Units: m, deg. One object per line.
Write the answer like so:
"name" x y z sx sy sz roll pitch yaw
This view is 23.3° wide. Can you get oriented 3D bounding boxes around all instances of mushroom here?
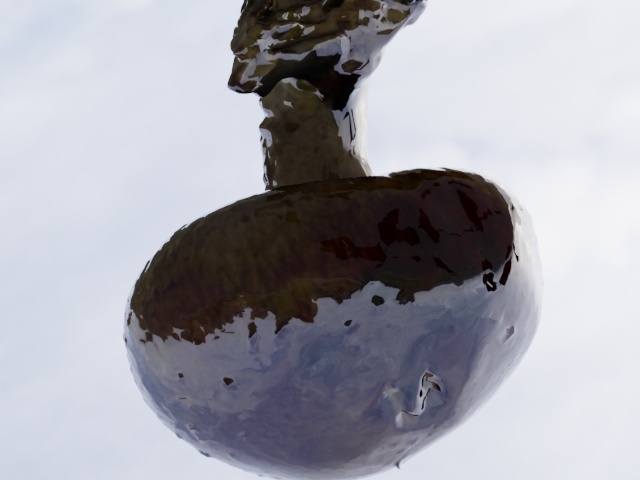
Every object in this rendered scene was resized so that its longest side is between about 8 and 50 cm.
"mushroom" -0.013 0.013 1.225 0.331 0.334 0.356 -31 -104 -31
